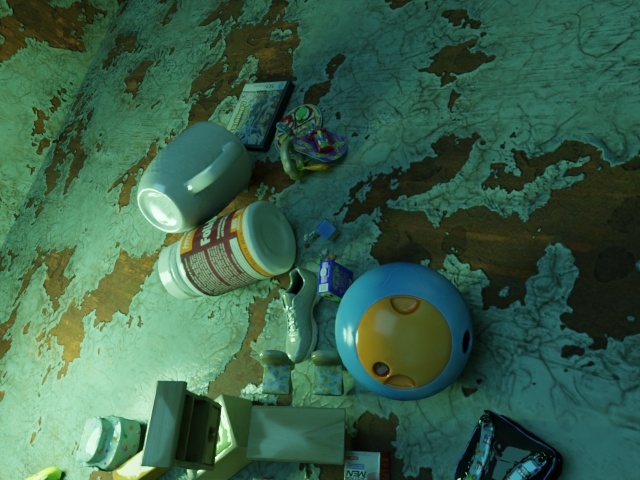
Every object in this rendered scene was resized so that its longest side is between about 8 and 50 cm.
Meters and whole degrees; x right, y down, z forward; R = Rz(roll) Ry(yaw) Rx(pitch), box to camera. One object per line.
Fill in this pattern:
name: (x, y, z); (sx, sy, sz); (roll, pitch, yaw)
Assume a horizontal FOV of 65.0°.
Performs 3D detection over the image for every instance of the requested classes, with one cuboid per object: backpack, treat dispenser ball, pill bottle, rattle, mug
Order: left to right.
backpack: (-0.665, 0.639, 1.586); (0.188, 0.144, 0.166); (-9, 58, 31)
mug: (-0.386, -0.200, 1.591); (0.374, 0.276, 0.328); (-22, 25, 41)
pill bottle: (-0.290, 0.043, 1.530); (0.392, 0.224, 0.224); (-20, 58, 28)
rattle: (-0.057, -0.301, 1.578); (0.142, 0.130, 0.200); (-23, 59, 40)
treat dispenser ball: (0.174, 0.190, 1.065); (0.288, 0.288, 0.288); (-17, 60, 30)
backpack: (0.343, 0.431, 0.934); (0.158, 0.117, 0.173); (27, 86, 42)

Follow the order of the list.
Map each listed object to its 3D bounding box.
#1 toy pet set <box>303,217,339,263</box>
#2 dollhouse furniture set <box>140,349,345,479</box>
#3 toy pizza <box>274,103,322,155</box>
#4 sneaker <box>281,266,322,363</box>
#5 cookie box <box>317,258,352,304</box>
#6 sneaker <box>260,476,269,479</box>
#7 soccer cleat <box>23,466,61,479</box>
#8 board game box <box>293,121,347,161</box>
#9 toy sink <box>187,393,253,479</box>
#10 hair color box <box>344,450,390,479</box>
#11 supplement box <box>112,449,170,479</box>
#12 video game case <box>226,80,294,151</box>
toy pet set: (0.000, 0.000, 1.437); (0.114, 0.065, 0.122); (-49, 49, 7)
dollhouse furniture set: (-0.145, 0.425, 1.117); (0.393, 0.256, 0.363); (-1, 63, 9)
toy pizza: (-0.083, -0.381, 1.706); (0.201, 0.032, 0.202); (-17, 59, 31)
sneaker: (-0.069, 0.196, 1.357); (0.099, 0.121, 0.263); (-7, 65, 36)
cookie box: (0.040, 0.112, 1.325); (0.040, 0.107, 0.092); (-12, 61, 34)
sneaker: (-0.149, 0.676, 1.229); (0.067, 0.064, 0.175); (-23, 53, 39)
soccer cleat: (-1.031, 0.878, 1.781); (0.289, 0.093, 0.121); (-44, 43, 11)
board game box: (0.000, -0.310, 1.543); (0.168, 0.033, 0.133); (23, 55, 14)
toy sink: (-0.285, 0.548, 1.345); (0.234, 0.131, 0.153); (-41, 50, 15)
hair color box: (0.101, 0.554, 1.102); (0.093, 0.053, 0.167); (-13, 63, 32)
supplement box: (-0.513, 0.672, 1.496); (0.233, 0.080, 0.078); (-39, 51, 18)
video game case: (-0.240, -0.464, 1.863); (0.248, 0.035, 0.275); (12, 77, 40)
